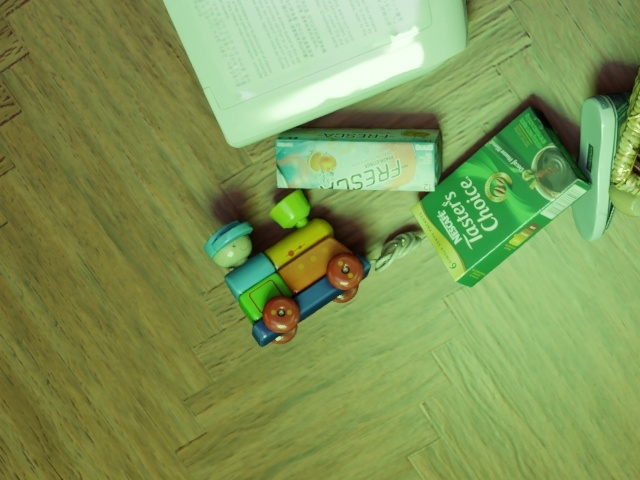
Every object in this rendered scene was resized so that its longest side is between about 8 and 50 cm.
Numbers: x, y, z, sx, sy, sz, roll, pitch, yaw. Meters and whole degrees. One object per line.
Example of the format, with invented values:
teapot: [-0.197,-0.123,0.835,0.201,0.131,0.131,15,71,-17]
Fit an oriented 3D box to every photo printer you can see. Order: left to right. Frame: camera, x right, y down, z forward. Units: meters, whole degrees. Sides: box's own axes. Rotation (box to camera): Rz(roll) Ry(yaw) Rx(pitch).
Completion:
photo printer: [-0.005,-0.268,1.921,0.307,0.107,0.256,-21,103,16]

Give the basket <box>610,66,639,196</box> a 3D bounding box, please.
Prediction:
basket: [0.472,-0.141,1.774,0.299,0.223,0.213,21,142,1]

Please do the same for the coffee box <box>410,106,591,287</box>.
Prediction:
coffee box: [0.197,-0.046,1.965,0.184,0.040,0.113,-40,60,21]

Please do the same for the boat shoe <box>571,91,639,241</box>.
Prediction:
boat shoe: [0.328,-0.081,1.946,0.083,0.065,0.183,-12,129,-17]

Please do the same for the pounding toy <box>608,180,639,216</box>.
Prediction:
pounding toy: [0.449,-0.025,1.865,0.269,0.154,0.155,3,115,-8]

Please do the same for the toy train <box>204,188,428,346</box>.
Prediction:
toy train: [0.000,0.000,2.031,0.248,0.105,0.143,-34,82,-9]

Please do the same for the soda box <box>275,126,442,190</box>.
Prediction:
soda box: [0.044,-0.092,1.996,0.183,0.063,0.058,1,109,10]
